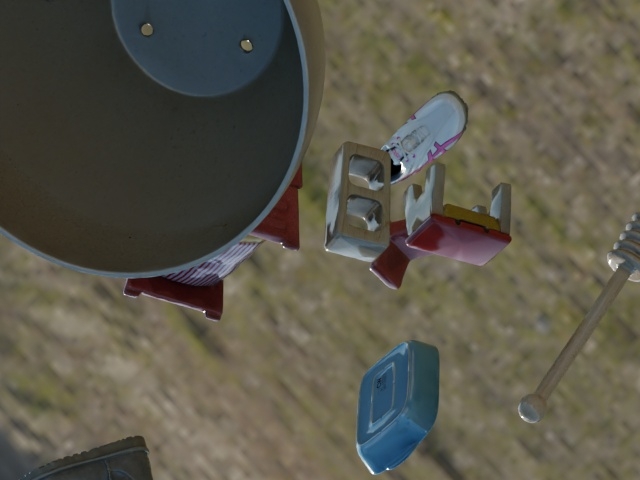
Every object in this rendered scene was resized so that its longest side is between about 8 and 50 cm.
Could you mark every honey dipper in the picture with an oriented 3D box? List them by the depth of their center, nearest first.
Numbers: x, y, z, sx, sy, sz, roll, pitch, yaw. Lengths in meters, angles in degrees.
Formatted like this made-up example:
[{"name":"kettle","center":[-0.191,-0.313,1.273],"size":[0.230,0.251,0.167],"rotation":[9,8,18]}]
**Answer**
[{"name":"honey dipper","center":[0.171,0.051,1.258],"size":[0.030,0.161,0.030],"rotation":[30,159,13]}]

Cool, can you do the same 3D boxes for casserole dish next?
[{"name":"casserole dish","center":[0.082,0.178,2.222],"size":[0.037,0.114,0.188],"rotation":[39,-153,-19]}]

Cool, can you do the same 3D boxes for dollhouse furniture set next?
[{"name":"dollhouse furniture set","center":[0.000,0.000,2.172],"size":[0.374,0.152,0.201],"rotation":[16,148,-21]}]

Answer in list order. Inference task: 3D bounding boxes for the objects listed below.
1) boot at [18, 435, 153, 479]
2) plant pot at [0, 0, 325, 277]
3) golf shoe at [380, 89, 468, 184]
[{"name":"boot","center":[-0.248,0.346,2.304],"size":[0.076,0.189,0.208],"rotation":[64,-174,-70]},{"name":"plant pot","center":[-0.114,-0.139,1.372],"size":[0.284,0.284,0.191],"rotation":[48,-153,-3]},{"name":"golf shoe","center":[0.132,-0.130,2.701],"size":[0.067,0.086,0.186],"rotation":[47,134,5]}]
